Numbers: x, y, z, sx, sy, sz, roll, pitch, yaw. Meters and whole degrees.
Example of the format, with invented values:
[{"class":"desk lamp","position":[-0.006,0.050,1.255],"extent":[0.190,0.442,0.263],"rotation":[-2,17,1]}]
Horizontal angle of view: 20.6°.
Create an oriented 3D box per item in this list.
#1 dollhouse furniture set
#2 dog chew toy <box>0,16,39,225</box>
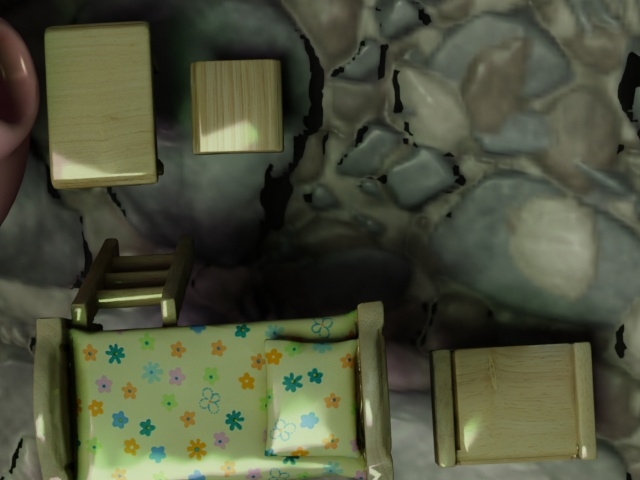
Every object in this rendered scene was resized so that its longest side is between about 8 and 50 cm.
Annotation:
[{"class":"dollhouse furniture set","position":[0.000,0.000,0.592],"extent":[0.182,0.101,0.161],"rotation":[-4,86,1]},{"class":"dog chew toy","position":[-0.252,-0.026,0.652],"extent":[0.331,0.206,0.207],"rotation":[-10,107,24]}]
